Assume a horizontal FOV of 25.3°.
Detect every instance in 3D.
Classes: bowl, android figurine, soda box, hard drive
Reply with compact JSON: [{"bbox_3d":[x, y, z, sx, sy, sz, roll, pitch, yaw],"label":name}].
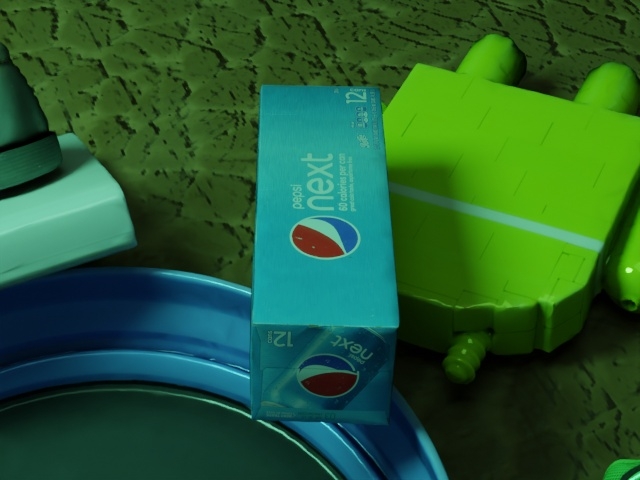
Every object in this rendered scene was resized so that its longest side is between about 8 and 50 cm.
[{"bbox_3d":[-0.123,0.180,0.687,0.391,0.077,0.391,-2,46,2],"label":"bowl"},{"bbox_3d":[0.103,-0.024,0.878,0.248,0.056,0.273,15,49,18],"label":"android figurine"},{"bbox_3d":[0.000,0.000,0.756,0.071,0.067,0.210,1,38,-2],"label":"soda box"},{"bbox_3d":[-0.273,0.013,0.822,0.308,0.040,0.203,-18,18,-13],"label":"hard drive"}]

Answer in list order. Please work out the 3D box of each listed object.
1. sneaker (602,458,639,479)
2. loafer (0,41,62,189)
[{"bbox_3d":[0.268,0.062,0.730,0.146,0.134,0.343,32,57,30],"label":"sneaker"},{"bbox_3d":[-0.262,-0.075,0.874,0.267,0.084,0.096,1,21,39],"label":"loafer"}]
